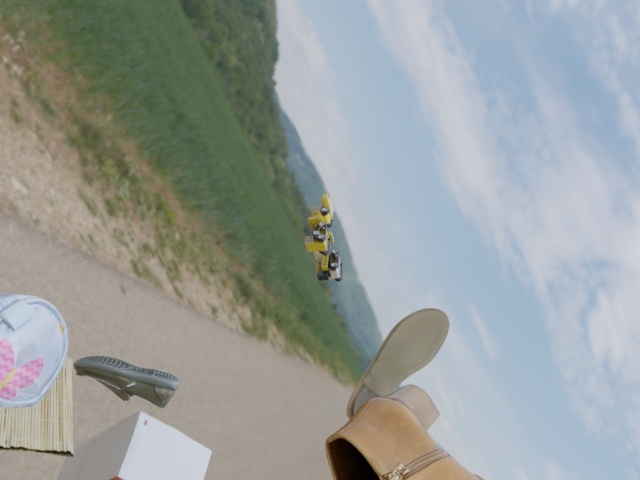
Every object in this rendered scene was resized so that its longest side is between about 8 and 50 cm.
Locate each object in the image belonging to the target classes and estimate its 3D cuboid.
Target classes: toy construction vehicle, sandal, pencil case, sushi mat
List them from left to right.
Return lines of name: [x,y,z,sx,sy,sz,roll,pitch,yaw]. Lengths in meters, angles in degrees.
pencil case: [-0.405,0.098,0.792,0.113,0.273,0.124,-22,117,-60]
sushi mat: [-0.565,0.311,1.446,0.019,0.151,0.316,-69,-154,19]
toy construction vehicle: [0.000,0.000,0.837,0.098,0.035,0.086,-87,164,-50]
sandal: [0.118,0.207,1.241,0.088,0.240,0.079,42,-13,-11]

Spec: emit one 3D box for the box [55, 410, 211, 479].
box: [-0.463,0.574,1.752,0.215,0.345,0.168,38,40,-25]

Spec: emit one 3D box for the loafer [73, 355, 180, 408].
loafer: [-0.461,0.335,1.713,0.094,0.251,0.087,-111,-143,-89]

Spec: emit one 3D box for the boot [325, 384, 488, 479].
boot: [0.123,0.310,0.804,0.295,0.104,0.211,56,30,8]
